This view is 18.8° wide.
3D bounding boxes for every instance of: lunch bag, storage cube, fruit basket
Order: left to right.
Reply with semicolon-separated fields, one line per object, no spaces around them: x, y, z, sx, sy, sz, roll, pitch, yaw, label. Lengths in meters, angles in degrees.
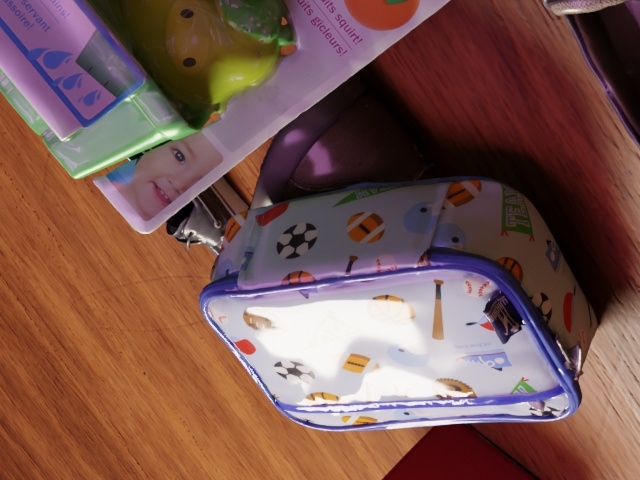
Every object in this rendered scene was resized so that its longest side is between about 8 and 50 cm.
-0.103;-0.221;1.380;0.353;0.165;0.327;-35;99;23;fruit basket
0.073;0.066;1.587;0.303;0.115;0.243;-4;138;29;lunch bag
0.131;0.327;1.908;0.215;0.193;0.183;36;153;20;storage cube

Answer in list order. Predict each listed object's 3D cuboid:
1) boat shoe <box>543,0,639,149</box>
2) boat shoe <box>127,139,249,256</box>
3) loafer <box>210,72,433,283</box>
0.183;-0.171;1.217;0.103;0.092;0.285;3;130;56;boat shoe
-0.127;-0.033;1.923;0.080;0.076;0.228;5;132;55;boat shoe
0.000;0.000;1.705;0.130;0.134;0.366;41;154;10;loafer
